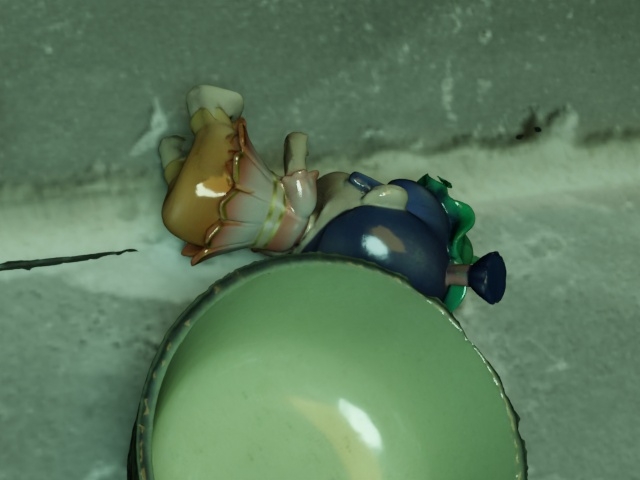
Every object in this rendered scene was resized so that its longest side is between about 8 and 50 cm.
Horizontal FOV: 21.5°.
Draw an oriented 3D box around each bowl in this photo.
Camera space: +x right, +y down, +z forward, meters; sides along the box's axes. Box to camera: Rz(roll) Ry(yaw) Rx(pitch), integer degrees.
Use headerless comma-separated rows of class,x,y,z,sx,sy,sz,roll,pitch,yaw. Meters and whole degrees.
bowl,-0.011,0.123,0.866,0.211,0.112,0.211,10,65,-22

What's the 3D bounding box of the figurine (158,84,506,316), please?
figurine,0.000,0.000,0.938,0.195,0.111,0.102,19,45,-13
